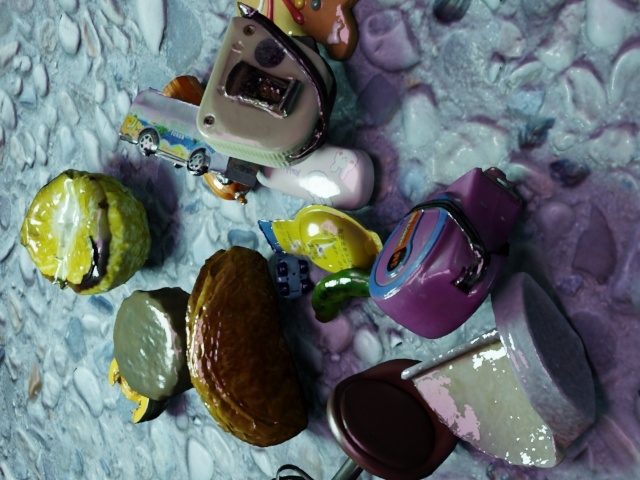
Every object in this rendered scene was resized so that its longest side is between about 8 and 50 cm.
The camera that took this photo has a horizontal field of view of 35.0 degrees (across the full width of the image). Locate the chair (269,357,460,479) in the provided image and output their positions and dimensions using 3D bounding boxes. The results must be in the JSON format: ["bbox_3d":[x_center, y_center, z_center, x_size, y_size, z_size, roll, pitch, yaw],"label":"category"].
[{"bbox_3d":[0.059,0.386,1.744,0.226,0.226,0.401,53,128,28],"label":"chair"}]

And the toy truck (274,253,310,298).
[{"bbox_3d":[-0.062,0.044,1.948,0.074,0.063,0.136,-175,81,-68],"label":"toy truck"}]

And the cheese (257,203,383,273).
[{"bbox_3d":[0.000,0.000,1.822,0.270,0.069,0.177,4,135,37],"label":"cheese"}]

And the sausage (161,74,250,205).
[{"bbox_3d":[-0.223,-0.193,2.061,0.093,0.093,0.312,-50,60,38],"label":"sausage"}]

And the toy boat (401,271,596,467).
[{"bbox_3d":[0.294,0.221,1.555,0.276,0.111,0.293,55,132,26],"label":"toy boat"}]

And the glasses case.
[{"bbox_3d":[-0.018,-0.132,1.861,0.297,0.075,0.113,19,109,45],"label":"glasses case"}]

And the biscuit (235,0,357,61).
[{"bbox_3d":[-0.054,-0.437,1.882,0.339,0.047,0.216,23,111,42],"label":"biscuit"}]

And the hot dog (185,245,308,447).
[{"bbox_3d":[-0.147,0.204,1.935,0.174,0.267,0.387,-16,84,10],"label":"hot dog"}]

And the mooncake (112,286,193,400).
[{"bbox_3d":[-0.314,0.205,2.063,0.228,0.124,0.228,8,102,43],"label":"mooncake"}]

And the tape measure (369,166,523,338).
[{"bbox_3d":[0.194,0.031,1.560,0.245,0.149,0.231,-34,27,51],"label":"tape measure"}]

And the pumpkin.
[{"bbox_3d":[-0.399,0.334,2.310,0.183,0.107,0.119,53,123,38],"label":"pumpkin"}]

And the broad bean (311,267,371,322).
[{"bbox_3d":[0.068,0.107,1.791,0.292,0.049,0.144,2,130,45],"label":"broad bean"}]

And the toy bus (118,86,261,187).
[{"bbox_3d":[-0.244,-0.198,1.958,0.317,0.112,0.138,20,92,36],"label":"toy bus"}]

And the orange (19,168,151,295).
[{"bbox_3d":[-0.508,-0.024,2.301,0.368,0.210,0.271,15,104,47],"label":"orange"}]

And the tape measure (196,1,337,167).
[{"bbox_3d":[-0.076,-0.273,1.779,0.231,0.133,0.271,14,77,13],"label":"tape measure"}]
